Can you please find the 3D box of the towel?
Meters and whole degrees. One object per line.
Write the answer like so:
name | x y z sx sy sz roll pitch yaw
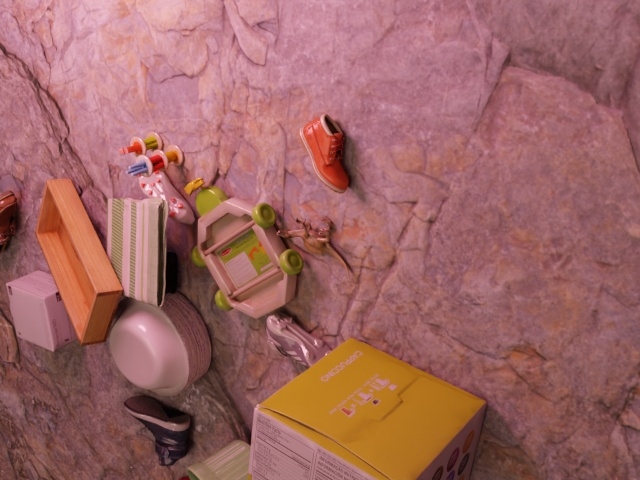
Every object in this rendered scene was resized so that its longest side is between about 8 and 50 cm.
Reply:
towel | -0.445 0.017 1.892 0.325 0.038 0.247 7 95 54

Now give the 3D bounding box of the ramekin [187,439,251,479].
ramekin | -0.184 0.644 1.944 0.303 0.148 0.303 44 154 28

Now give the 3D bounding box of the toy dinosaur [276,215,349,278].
toy dinosaur | 0.000 0.000 1.658 0.183 0.053 0.092 28 136 12

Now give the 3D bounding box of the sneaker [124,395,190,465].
sneaker | -0.464 0.541 2.213 0.226 0.086 0.163 17 116 29

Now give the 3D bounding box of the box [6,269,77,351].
box | -0.805 0.204 2.300 0.182 0.119 0.180 14 118 32

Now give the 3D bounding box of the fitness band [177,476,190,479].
fitness band | -0.328 0.808 2.256 0.291 0.054 0.209 35 124 19

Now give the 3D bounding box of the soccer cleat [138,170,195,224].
soccer cleat | -0.369 -0.107 1.872 0.068 0.076 0.196 -42 64 1

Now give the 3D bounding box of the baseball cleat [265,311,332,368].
baseball cleat | -0.044 0.249 1.790 0.206 0.072 0.109 44 143 19

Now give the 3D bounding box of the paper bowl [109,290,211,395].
paper bowl | -0.432 0.269 2.030 0.284 0.148 0.284 17 120 31

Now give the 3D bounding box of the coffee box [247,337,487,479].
coffee box | 0.087 0.455 1.591 0.338 0.338 0.334 23 122 29

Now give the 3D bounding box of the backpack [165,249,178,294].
backpack | -0.412 0.075 1.956 0.084 0.105 0.114 19 109 34

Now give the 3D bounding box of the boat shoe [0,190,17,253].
boat shoe | -0.940 -0.044 2.311 0.104 0.111 0.307 54 141 0

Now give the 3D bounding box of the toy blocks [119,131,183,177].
toy blocks | -0.408 -0.193 1.804 0.123 0.148 0.054 32 125 22

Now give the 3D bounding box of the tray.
tray | -0.635 0.049 2.046 0.411 0.076 0.202 56 136 33

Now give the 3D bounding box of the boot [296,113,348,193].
boot | 0.021 -0.171 1.552 0.085 0.059 0.157 -31 89 36

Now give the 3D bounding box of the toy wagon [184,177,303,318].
toy wagon | -0.187 0.006 1.780 0.267 0.068 0.344 -30 90 41
